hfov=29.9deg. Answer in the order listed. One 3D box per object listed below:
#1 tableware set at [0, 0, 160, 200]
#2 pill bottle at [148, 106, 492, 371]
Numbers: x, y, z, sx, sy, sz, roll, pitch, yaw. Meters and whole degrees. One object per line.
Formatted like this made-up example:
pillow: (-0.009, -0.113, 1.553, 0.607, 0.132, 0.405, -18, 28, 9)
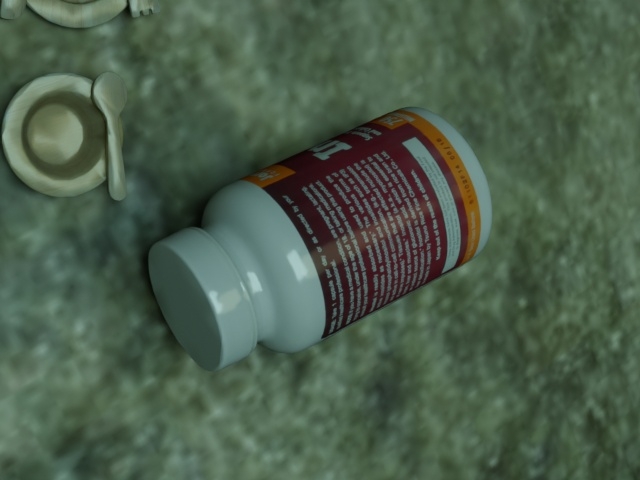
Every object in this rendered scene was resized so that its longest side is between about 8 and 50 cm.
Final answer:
tableware set: (-0.146, -0.088, 0.509, 0.169, 0.020, 0.141, -1, 96, -32)
pill bottle: (0.000, 0.000, 0.568, 0.152, 0.086, 0.086, -26, 108, -27)
